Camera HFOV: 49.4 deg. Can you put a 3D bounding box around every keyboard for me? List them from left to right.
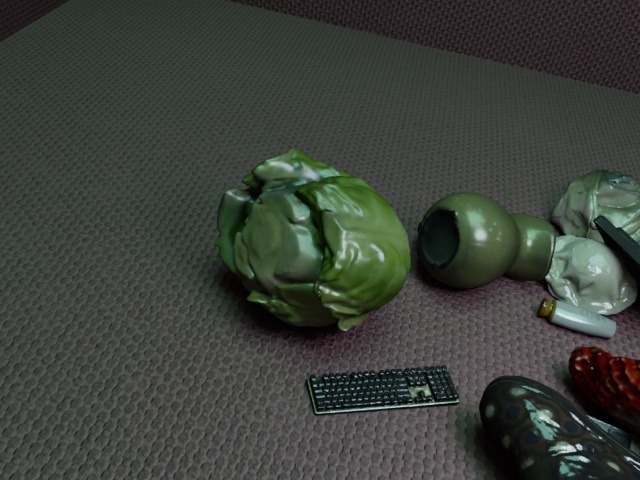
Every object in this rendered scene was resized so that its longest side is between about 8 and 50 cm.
[{"bbox_3d":[0.131,0.306,1.450,0.317,0.027,0.106,-1,39,-16],"label":"keyboard"}]

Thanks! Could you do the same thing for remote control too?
[{"bbox_3d":[0.544,0.400,1.419,0.244,0.047,0.087,22,35,15],"label":"remote control"}]

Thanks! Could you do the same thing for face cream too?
[{"bbox_3d":[0.630,0.192,1.712,0.182,0.051,0.072,18,38,7],"label":"face cream"}]

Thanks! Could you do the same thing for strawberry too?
[{"bbox_3d":[0.667,0.338,1.441,0.336,0.149,0.265,21,-5,46],"label":"strawberry"}]

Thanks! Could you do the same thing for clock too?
[{"bbox_3d":[0.827,0.077,1.778,0.049,0.279,0.273,-39,44,10],"label":"clock"}]

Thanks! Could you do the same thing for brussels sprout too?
[{"bbox_3d":[0.007,0.008,1.574,0.361,0.342,0.425,11,30,-51],"label":"brussels sprout"}]

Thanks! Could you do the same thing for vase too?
[{"bbox_3d":[0.392,-0.005,1.803,0.302,0.240,0.329,4,9,-30],"label":"vase"}]

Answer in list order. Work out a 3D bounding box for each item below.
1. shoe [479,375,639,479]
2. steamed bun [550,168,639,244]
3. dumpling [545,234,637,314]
[{"bbox_3d":[0.429,0.424,1.252,0.384,0.171,0.237,37,39,19],"label":"shoe"},{"bbox_3d":[0.844,-0.092,2.018,0.268,0.207,0.280,-6,42,-22],"label":"steamed bun"},{"bbox_3d":[0.685,0.094,1.797,0.258,0.147,0.193,34,73,20],"label":"dumpling"}]
